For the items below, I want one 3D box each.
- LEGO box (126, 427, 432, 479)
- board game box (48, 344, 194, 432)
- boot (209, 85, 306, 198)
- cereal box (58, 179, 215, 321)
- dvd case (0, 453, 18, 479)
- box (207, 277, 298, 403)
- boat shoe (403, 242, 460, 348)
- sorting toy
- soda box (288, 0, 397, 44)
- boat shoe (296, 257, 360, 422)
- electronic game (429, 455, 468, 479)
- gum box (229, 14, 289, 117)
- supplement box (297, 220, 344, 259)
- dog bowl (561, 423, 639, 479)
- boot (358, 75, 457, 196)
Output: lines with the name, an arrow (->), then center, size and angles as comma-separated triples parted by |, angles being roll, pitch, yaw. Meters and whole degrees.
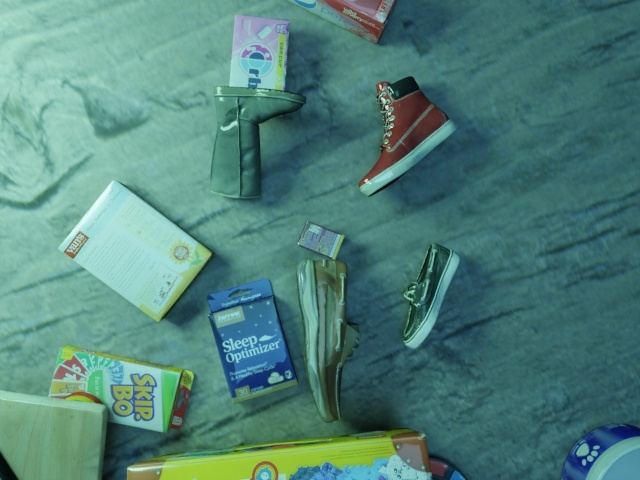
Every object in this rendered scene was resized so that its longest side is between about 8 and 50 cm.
LEGO box -> -0.051, 0.549, 0.759 | 0.501, 0.193, 0.372 | -6, 70, -1
board game box -> -0.393, 0.297, 0.881 | 0.260, 0.039, 0.124 | 13, 90, -7
boot -> -0.123, -0.182, 0.849 | 0.190, 0.076, 0.208 | 6, 105, 10
cereal box -> -0.358, 0.020, 0.876 | 0.240, 0.047, 0.173 | 38, 87, -3
dvd case -> -0.651, 0.460, 0.775 | 0.253, 0.022, 0.180 | -23, 100, 3
box -> -0.140, 0.201, 0.900 | 0.137, 0.036, 0.225 | -16, 90, -5
boat shoe -> 0.209, 0.111, 0.912 | 0.070, 0.078, 0.219 | 26, 80, -5
sorting toy -> -0.523, 0.392, 0.823 | 0.256, 0.089, 0.256 | 9, 100, -4
soda box -> 0.021, -0.502, 0.887 | 0.263, 0.092, 0.083 | 25, 87, -4
boat shoe -> 0.024, 0.193, 0.873 | 0.117, 0.123, 0.324 | -6, 92, -7
electronic game -> 0.216, 0.556, 0.887 | 0.230, 0.048, 0.229 | 3, 68, -8
gum box -> -0.121, -0.351, 0.890 | 0.107, 0.062, 0.188 | 4, 90, -5
supplement box -> 0.000, 0.000, 0.907 | 0.083, 0.043, 0.054 | 23, 88, -5
dog bowl -> 0.654, 0.531, 0.927 | 0.265, 0.104, 0.264 | 0, 89, -5
boot -> 0.134, -0.217, 0.901 | 0.244, 0.088, 0.176 | -42, 92, -12
